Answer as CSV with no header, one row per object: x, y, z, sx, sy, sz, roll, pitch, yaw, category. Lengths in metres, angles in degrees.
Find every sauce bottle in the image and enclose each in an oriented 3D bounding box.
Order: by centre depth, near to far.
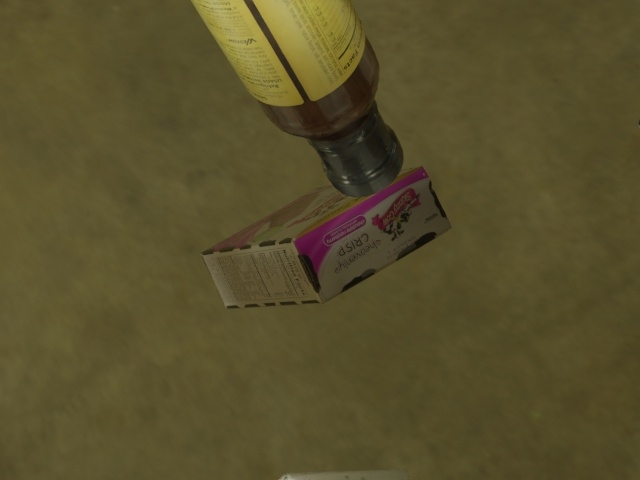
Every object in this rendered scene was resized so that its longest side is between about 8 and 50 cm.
-0.021,-0.157,1.325,0.111,0.111,0.344,-38,141,-6,sauce bottle

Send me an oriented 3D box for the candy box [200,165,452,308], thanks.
0.000,0.000,1.637,0.159,0.233,0.071,-30,100,-25,candy box

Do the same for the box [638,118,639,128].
0.472,-0.138,1.349,0.294,0.296,0.183,-10,61,-33,box

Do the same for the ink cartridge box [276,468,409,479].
-0.090,0.268,1.304,0.239,0.060,0.275,6,142,-40,ink cartridge box
